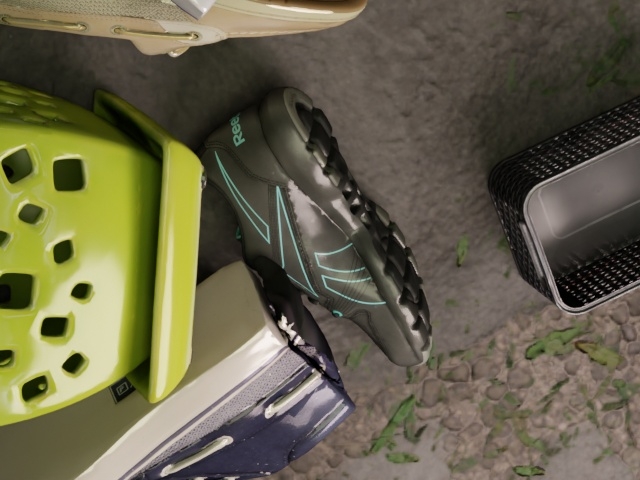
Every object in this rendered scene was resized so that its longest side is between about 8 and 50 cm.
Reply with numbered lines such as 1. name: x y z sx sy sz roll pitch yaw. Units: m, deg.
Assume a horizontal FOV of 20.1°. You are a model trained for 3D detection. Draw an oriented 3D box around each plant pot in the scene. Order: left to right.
1. plant pot: -0.208 -0.001 1.309 0.207 0.228 0.227 -1 105 -21

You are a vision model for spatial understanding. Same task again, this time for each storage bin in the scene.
1. storage bin: 0.246 -0.033 1.497 0.180 0.084 0.122 -25 111 -7

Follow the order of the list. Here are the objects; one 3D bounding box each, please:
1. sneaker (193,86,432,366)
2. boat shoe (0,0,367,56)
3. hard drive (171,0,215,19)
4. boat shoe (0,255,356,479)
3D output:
1. sneaker: 0.000 0.000 1.447 0.106 0.101 0.267 -26 113 17
2. boat shoe: -0.116 -0.193 1.349 0.302 0.109 0.098 3 144 -17
3. hard drive: -0.072 -0.346 1.280 0.210 0.040 0.318 38 78 -10
4. boat shoe: -0.130 0.165 1.434 0.341 0.127 0.158 -32 132 9
